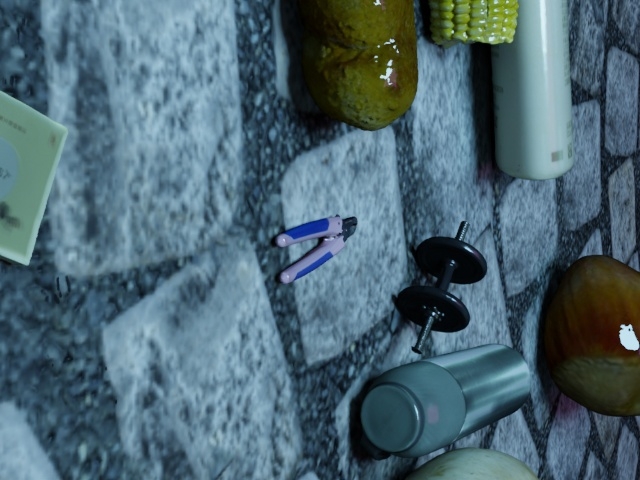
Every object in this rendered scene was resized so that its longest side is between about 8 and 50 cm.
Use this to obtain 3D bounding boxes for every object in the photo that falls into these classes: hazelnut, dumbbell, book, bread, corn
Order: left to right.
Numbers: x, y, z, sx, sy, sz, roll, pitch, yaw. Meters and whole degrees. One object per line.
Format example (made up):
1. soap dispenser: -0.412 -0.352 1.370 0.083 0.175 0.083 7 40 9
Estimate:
1. book: -0.171 -0.041 0.429 0.111 0.014 0.077 34 65 -53
2. bread: 0.022 -0.252 0.655 0.124 0.084 0.344 -47 134 -75
3. dumbbell: 0.112 0.041 0.831 0.069 0.069 0.147 57 48 -43
4. corn: 0.135 -0.295 0.817 0.093 0.093 0.244 -34 122 -52
5. hazelnut: 0.374 0.126 1.170 0.210 0.210 0.186 21 99 -56

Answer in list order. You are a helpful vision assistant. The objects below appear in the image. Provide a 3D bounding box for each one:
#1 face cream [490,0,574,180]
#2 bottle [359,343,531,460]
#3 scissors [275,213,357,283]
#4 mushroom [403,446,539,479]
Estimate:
1. face cream: 0.211 -0.245 0.928 0.173 0.081 0.348 -69 154 -73
2. bottle: 0.118 0.150 0.849 0.096 0.079 0.254 -53 156 20
3. scissors: 0.000 0.000 0.703 0.113 0.012 0.039 -28 116 -54
4. mushroom: 0.127 0.312 0.765 0.189 0.195 0.253 1 89 -54
